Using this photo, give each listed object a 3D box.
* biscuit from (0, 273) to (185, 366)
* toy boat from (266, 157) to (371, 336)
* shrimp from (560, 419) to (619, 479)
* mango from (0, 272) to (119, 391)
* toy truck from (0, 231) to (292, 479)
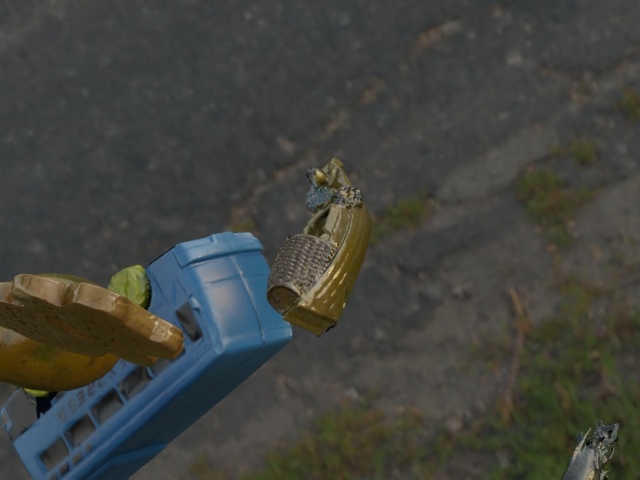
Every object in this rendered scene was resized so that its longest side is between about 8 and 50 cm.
[{"bbox_3d":[-0.179,0.059,1.308,0.184,0.133,0.027,-14,54,59],"label":"biscuit"},{"bbox_3d":[0.000,0.000,1.092,0.047,0.049,0.149,-40,20,34],"label":"toy boat"},{"bbox_3d":[0.221,0.225,1.456,0.034,0.091,0.161,-11,40,40],"label":"shrimp"},{"bbox_3d":[-0.256,0.082,1.602,0.089,0.163,0.111,28,102,59],"label":"mango"},{"bbox_3d":[-0.197,0.140,1.977,0.385,0.162,0.161,-41,-18,34],"label":"toy truck"}]
